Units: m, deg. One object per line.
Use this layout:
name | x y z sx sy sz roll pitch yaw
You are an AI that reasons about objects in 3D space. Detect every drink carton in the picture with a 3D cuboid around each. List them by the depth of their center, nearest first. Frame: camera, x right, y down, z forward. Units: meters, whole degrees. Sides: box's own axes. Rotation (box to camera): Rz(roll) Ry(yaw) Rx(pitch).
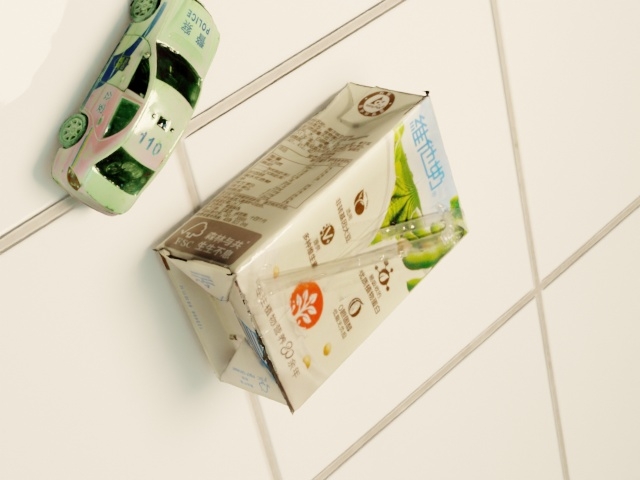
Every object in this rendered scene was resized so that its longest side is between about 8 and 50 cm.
drink carton | 0.000 0.000 1.478 0.324 0.132 0.194 -43 130 -30

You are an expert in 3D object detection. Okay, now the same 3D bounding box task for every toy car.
toy car | -0.161 -0.131 1.304 0.090 0.076 0.224 38 76 -45
